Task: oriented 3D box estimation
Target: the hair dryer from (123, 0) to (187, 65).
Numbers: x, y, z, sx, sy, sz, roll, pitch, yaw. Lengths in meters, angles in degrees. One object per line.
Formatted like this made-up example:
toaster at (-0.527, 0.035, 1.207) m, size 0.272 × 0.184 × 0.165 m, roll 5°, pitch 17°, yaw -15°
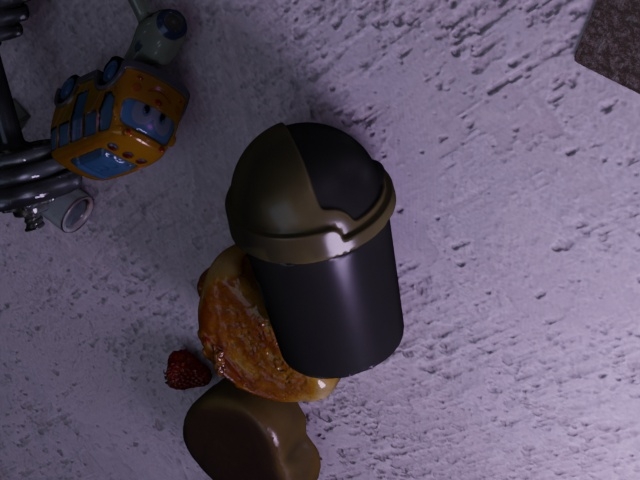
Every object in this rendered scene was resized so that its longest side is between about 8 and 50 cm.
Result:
hair dryer at (-0.267, -0.313, 1.511) m, size 0.199 × 0.067 × 0.167 m, roll 53°, pitch 144°, yaw 9°

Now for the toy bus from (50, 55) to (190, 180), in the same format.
toy bus at (-0.288, -0.161, 1.540) m, size 0.209 × 0.136 × 0.126 m, roll -12°, pitch 149°, yaw 43°

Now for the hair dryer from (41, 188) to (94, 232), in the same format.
hair dryer at (-0.422, -0.133, 1.749) m, size 0.131 × 0.073 × 0.236 m, roll 34°, pitch 133°, yaw 16°

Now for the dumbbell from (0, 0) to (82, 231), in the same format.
dumbbell at (-0.473, -0.210, 1.612) m, size 0.179 × 0.179 × 0.406 m, roll 0°, pitch 108°, yaw 39°

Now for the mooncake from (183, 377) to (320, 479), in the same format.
mooncake at (-0.114, 0.323, 1.799) m, size 0.235 × 0.117 × 0.235 m, roll 23°, pitch 132°, yaw 28°

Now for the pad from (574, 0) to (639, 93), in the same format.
pad at (0.383, -0.194, 1.104) m, size 0.235 × 0.003 × 0.158 m, roll 31°, pitch 135°, yaw 18°

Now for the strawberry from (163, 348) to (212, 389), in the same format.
strawberry at (-0.225, 0.221, 1.860) m, size 0.083 × 0.073 × 0.073 m, roll 6°, pitch 133°, yaw -9°

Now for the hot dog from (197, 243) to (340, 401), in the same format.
hot dog at (-0.087, 0.132, 1.620) m, size 0.153 × 0.150 × 0.256 m, roll -33°, pitch 97°, yaw 38°

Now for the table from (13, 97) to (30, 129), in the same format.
table at (-0.599, -0.155, 1.745) m, size 0.111 × 0.240 × 0.121 m, roll 47°, pitch 137°, yaw -1°

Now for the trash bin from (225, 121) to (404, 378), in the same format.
trash bin at (0.000, 0.000, 1.406) m, size 0.214 × 0.214 × 0.334 m, roll 10°, pitch 131°, yaw 33°
